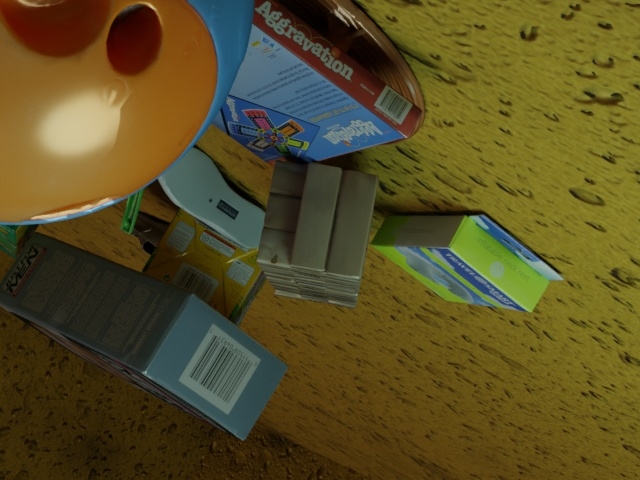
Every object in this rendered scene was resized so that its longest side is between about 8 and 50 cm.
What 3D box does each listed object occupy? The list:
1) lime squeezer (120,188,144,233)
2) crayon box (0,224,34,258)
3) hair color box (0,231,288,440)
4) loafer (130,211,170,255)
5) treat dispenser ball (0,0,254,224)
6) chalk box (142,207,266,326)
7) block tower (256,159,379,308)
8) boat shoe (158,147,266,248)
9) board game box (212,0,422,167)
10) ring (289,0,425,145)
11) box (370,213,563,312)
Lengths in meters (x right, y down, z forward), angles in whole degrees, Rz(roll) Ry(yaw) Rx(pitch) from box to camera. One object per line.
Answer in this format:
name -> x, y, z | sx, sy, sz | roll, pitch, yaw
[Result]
lime squeezer -> -0.195, -0.097, 1.452 | 0.058, 0.110, 0.310 | 14, 164, 5
crayon box -> -0.401, -0.078, 1.872 | 0.081, 0.165, 0.278 | 33, 167, -6
hair color box -> -0.234, 0.113, 1.730 | 0.374, 0.114, 0.185 | 18, 162, 49
loafer -> -0.251, -0.004, 2.062 | 0.056, 0.050, 0.148 | 41, 164, -36
treat dispenser ball -> -0.182, -0.152, 0.822 | 0.288, 0.288, 0.288 | 30, 167, 8
chalk box -> -0.144, 0.041, 1.813 | 0.132, 0.132, 0.213 | 30, 168, 2
block tower -> 0.000, 0.000, 1.288 | 0.091, 0.097, 0.335 | 11, 172, 2
boat shoe -> -0.141, -0.053, 1.596 | 0.083, 0.065, 0.183 | 20, 162, 50
board game box -> -0.038, -0.115, 1.076 | 0.145, 0.027, 0.281 | 36, 166, -16
ring -> -0.070, -0.167, 1.086 | 0.336, 0.032, 0.336 | 31, 167, 8
box -> 0.133, 0.019, 1.287 | 0.109, 0.042, 0.178 | 36, 167, -20
